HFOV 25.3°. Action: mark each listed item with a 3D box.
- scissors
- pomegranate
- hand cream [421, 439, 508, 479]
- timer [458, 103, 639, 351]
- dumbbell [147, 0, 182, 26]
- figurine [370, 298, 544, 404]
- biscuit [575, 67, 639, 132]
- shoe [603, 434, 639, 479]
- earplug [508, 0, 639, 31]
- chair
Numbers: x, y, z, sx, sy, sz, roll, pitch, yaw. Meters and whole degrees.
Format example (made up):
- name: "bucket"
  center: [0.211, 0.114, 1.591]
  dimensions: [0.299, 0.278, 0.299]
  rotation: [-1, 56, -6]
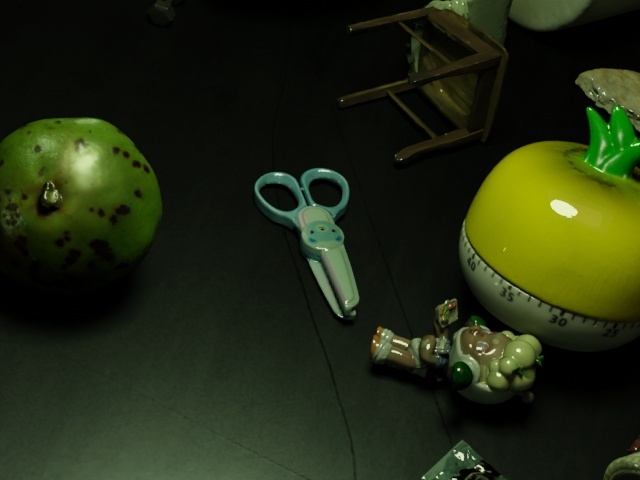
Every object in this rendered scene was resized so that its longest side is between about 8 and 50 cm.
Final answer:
- name: "scissors"
  center: [0.000, 0.000, 1.778]
  dimensions: [0.125, 0.030, 0.256]
  rotation: [-5, 44, -16]
- name: "pomegranate"
  center: [-0.282, -0.040, 1.655]
  dimensions: [0.211, 0.211, 0.263]
  rotation: [21, 3, 8]
- name: "hand cream"
  center: [0.221, 0.307, 1.512]
  dimensions: [0.248, 0.052, 0.075]
  rotation: [33, 24, 28]
- name: "timer"
  center: [0.314, -0.034, 1.683]
  dimensions: [0.285, 0.285, 0.285]
  rotation: [7, 44, -7]
- name: "dumbbell"
  center: [-0.221, -0.346, 2.076]
  dimensions: [0.036, 0.040, 0.083]
  rotation: [40, 41, -18]
- name: "figurine"
  center: [0.158, 0.128, 1.638]
  dimensions: [0.197, 0.094, 0.147]
  rotation: [19, 28, 7]
- name: "biscuit"
  center: [0.500, -0.183, 2.085]
  dimensions: [0.133, 0.032, 0.250]
  rotation: [-23, 54, -31]
- name: "shoe"
  center: [0.424, 0.275, 1.555]
  dimensions: [0.227, 0.099, 0.112]
  rotation: [20, 36, 8]
- name: "earplug"
  center: [0.470, -0.510, 2.217]
  dimensions: [0.394, 0.313, 0.313]
  rotation: [-17, 51, -30]
- name: "chair"
  center: [0.198, -0.246, 1.993]
  dimensions: [0.319, 0.160, 0.186]
  rotation: [-20, 47, -29]
